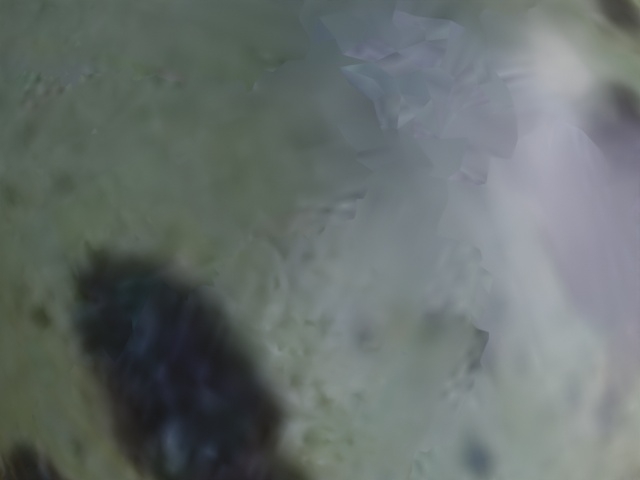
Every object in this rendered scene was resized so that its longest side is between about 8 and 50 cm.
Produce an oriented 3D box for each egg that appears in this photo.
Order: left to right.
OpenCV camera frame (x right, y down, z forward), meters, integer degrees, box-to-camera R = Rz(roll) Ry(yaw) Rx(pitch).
[{"bbox_3d":[0.000,0.000,0.815,0.345,0.345,0.428,-35,82,-22],"label":"egg"}]
